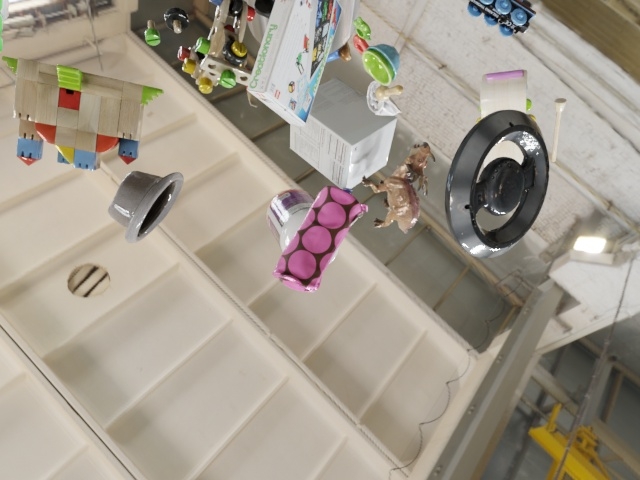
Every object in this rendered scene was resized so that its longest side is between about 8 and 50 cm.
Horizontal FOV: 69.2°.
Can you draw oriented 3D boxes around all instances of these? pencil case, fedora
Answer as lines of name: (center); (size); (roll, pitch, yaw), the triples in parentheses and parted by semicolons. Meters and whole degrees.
pencil case: (0.000, 0.000, 0.866); (0.098, 0.095, 0.209); (28, -101, 12)
fedora: (-0.530, -0.122, 1.373); (0.124, 0.244, 0.275); (32, -153, -7)

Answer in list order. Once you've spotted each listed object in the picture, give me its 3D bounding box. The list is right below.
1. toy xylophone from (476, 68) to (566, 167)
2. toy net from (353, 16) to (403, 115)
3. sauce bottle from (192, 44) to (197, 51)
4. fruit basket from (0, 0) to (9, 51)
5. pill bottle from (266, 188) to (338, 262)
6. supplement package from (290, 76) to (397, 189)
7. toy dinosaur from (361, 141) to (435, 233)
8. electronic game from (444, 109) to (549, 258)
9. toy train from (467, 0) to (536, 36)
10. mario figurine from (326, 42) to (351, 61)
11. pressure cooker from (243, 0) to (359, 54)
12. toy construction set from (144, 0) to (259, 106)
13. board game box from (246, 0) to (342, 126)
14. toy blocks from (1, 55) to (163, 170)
toy xylophone: (0.552, -0.318, 1.314); (0.236, 0.323, 0.081); (9, -132, 19)
toy net: (0.097, -0.294, 0.852); (0.045, 0.232, 0.122); (-45, -106, -5)
sauce bottle: (-0.347, -0.574, 1.473); (0.128, 0.042, 0.042); (18, -130, -41)
fruit basket: (-0.497, -0.371, 0.483); (0.165, 0.327, 0.353); (-41, -77, -33)
pill bottle: (-0.052, -0.035, 1.426); (0.181, 0.182, 0.323); (4, -160, -19)
supplement package: (0.063, -0.333, 1.456); (0.199, 0.198, 0.262); (-36, -117, -27)
toy dinosaur: (0.253, -0.127, 1.383); (0.200, 0.296, 0.127); (4, -149, 36)
electronic game: (0.276, -0.083, 0.716); (0.229, 0.229, 0.048); (-15, -158, -29)
toy train: (0.452, -0.594, 1.161); (0.184, 0.080, 0.105); (27, -102, -8)
mario figurine: (-0.059, -0.610, 1.604); (0.198, 0.320, 0.170); (69, -158, -3)
pressure cooker: (-0.051, -0.765, 1.305); (0.375, 0.420, 0.370); (-20, -99, -5)
toy construction set: (-0.242, -0.444, 1.199); (0.309, 0.257, 0.237); (30, -138, -59)
board game box: (-0.049, -0.436, 1.042); (0.053, 0.193, 0.306); (17, -91, 25)
toy blocks: (-0.627, -0.303, 1.219); (0.381, 0.191, 0.261); (8, -81, -17)
